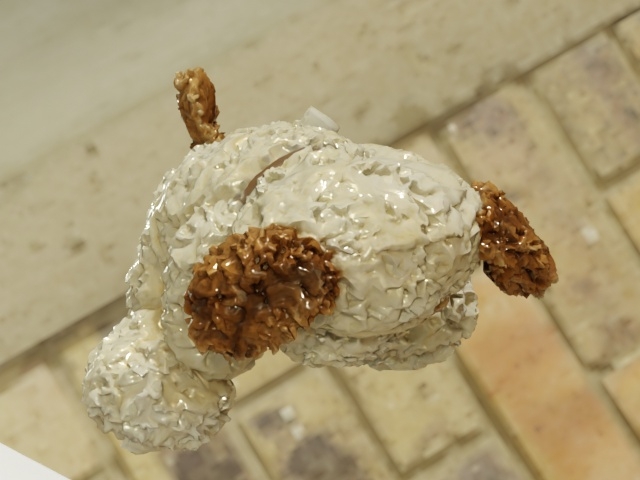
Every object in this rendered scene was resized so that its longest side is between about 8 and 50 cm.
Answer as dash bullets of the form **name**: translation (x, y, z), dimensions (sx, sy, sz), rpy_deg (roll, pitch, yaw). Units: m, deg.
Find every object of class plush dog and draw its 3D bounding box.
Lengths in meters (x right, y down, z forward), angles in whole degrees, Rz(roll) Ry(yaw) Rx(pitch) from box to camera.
- **plush dog**: translation (0.000, 0.000, 1.015), dimensions (0.225, 0.262, 0.210), rpy_deg (3, -74, 58)

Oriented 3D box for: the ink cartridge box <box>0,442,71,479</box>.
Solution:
- **ink cartridge box**: translation (-0.169, 0.228, 0.853), dimensions (0.309, 0.130, 0.272), rpy_deg (26, -45, 9)
